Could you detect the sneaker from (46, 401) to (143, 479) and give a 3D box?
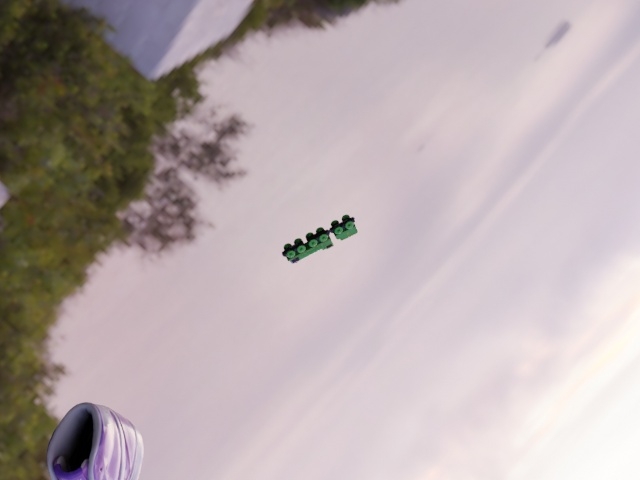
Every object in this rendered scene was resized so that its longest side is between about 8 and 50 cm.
[{"bbox_3d":[-0.282,0.328,1.572,0.161,0.102,0.282,63,25,-67],"label":"sneaker"}]

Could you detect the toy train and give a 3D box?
[{"bbox_3d":[0.000,0.000,1.384,0.083,0.017,0.024,-27,133,1],"label":"toy train"}]
